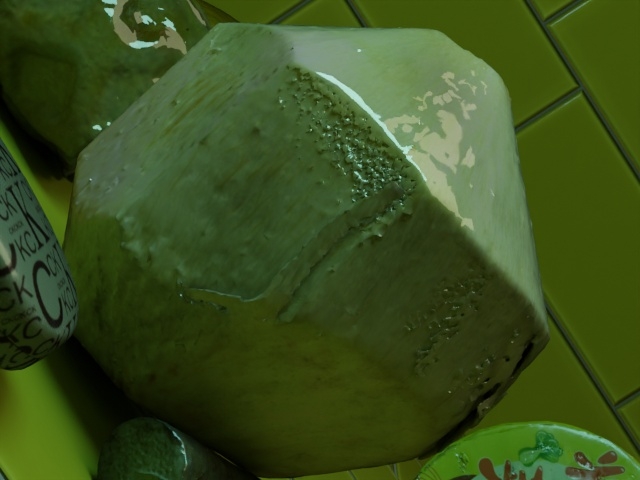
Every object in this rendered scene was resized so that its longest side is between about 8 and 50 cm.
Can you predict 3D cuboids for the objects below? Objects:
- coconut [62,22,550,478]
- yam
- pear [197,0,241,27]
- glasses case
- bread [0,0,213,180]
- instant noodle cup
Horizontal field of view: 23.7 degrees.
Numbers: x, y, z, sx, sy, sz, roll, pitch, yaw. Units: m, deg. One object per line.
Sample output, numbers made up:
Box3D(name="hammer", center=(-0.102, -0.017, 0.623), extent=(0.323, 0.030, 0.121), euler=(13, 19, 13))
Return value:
Box3D(name="coconut", center=(0.000, 0.000, 1.090), extent=(0.353, 0.352, 0.352), euler=(56, 5, -7))
Box3D(name="yam", center=(-0.082, 0.167, 0.997), extent=(0.068, 0.068, 0.169), euler=(59, 6, 27))
Box3D(name="pear", center=(-0.130, -0.159, 1.889), extent=(0.386, 0.191, 0.340), euler=(54, 6, -28))
Box3D(name="glasses case", center=(-0.250, -0.083, 0.836), extent=(0.355, 0.085, 0.137), euler=(57, 6, -11))
Box3D(name="bread", center=(-0.212, -0.195, 1.332), extent=(0.252, 0.196, 0.238), euler=(60, 1, 0))
Box3D(name="instant noodle cup", center=(0.227, 0.366, 1.641), extent=(0.311, 0.311, 0.221), euler=(59, -5, 23))
